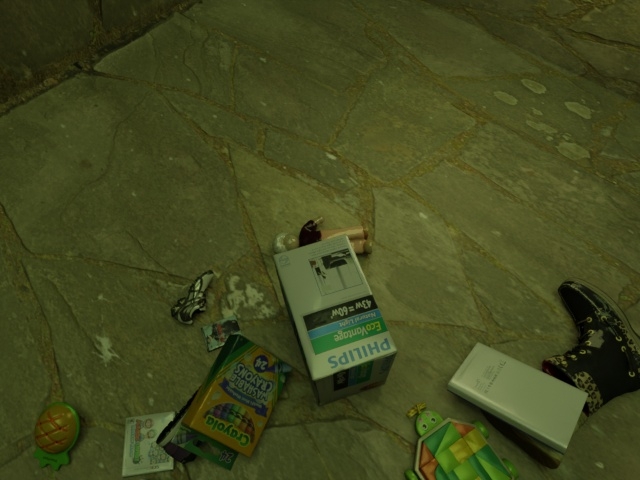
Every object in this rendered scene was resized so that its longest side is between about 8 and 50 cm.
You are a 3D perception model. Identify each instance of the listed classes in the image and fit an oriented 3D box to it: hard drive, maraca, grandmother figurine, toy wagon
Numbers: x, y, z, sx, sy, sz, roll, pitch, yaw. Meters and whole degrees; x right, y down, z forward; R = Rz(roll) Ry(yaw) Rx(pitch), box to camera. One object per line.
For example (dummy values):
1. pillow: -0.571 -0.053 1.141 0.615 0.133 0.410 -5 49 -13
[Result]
1. hard drive: 0.557 0.432 1.252 0.318 0.040 0.210 23 41 34
2. maraca: -0.747 0.552 1.242 0.127 0.099 0.186 10 86 8
3. grandmother figurine: 0.000 0.000 1.561 0.342 0.104 0.208 -6 51 -6
4. toy wagon: 0.365 0.613 1.221 0.267 0.068 0.344 -28 64 -15

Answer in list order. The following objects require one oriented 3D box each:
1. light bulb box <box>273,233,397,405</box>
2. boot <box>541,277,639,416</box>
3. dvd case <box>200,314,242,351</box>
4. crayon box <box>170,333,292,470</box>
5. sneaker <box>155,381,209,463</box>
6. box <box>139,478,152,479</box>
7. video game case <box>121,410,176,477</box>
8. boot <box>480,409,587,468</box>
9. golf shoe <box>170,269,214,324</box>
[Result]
1. light bulb box: 0.034 0.240 1.270 0.225 0.358 0.361 -17 60 -8
2. boot: 0.810 0.322 1.358 0.284 0.138 0.377 -24 68 -14
3. dvd case: -0.321 0.302 1.431 0.119 0.013 0.087 -20 62 -10
4. crayon box: -0.241 0.458 1.245 0.203 0.083 0.323 38 61 -21
5. sneaker: -0.332 0.506 1.283 0.124 0.107 0.283 46 59 -8
6. box: -0.336 0.710 1.165 0.324 0.067 0.063 13 62 6
7. video game case: -0.491 0.583 1.264 0.143 0.019 0.157 -7 60 -4
8. boot: 0.612 0.490 1.280 0.203 0.095 0.262 -35 54 -26
9. golf shoe: -0.407 0.192 1.470 0.094 0.077 0.198 34 69 2
